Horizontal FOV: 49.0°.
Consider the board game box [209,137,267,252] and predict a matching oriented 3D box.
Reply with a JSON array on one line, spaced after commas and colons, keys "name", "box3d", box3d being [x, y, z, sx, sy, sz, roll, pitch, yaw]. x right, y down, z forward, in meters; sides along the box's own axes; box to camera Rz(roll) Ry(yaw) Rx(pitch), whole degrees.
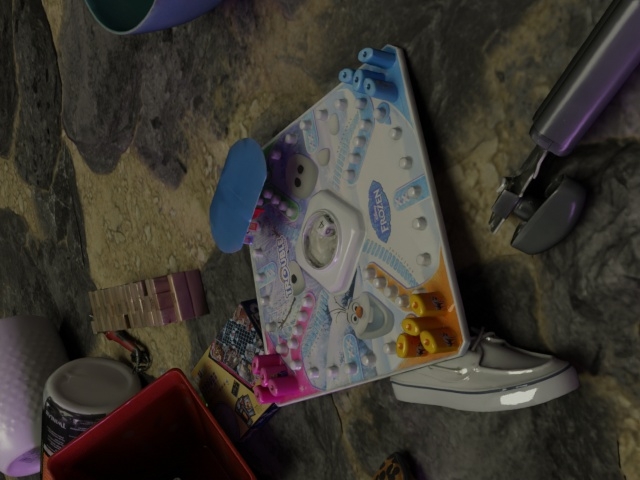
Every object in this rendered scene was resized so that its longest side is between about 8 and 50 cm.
[{"name": "board game box", "box3d": [-0.110, -0.064, 1.019, 0.133, 0.033, 0.168, 41, 115, 52]}]

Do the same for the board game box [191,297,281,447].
[{"name": "board game box", "box3d": [-0.131, 0.233, 1.206, 0.165, 0.042, 0.243, 58, 135, 21]}]

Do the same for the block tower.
[{"name": "block tower", "box3d": [-0.355, 0.124, 1.397, 0.335, 0.091, 0.097, -15, 87, 49]}]

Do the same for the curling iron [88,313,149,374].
[{"name": "curling iron", "box3d": [-0.465, 0.225, 1.585, 0.274, 0.035, 0.068, 25, 117, 42]}]

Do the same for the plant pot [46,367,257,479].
[{"name": "plant pot", "box3d": [-0.258, 0.435, 1.221, 0.267, 0.267, 0.235, 46, 165, 31]}]

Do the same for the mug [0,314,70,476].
[{"name": "mug", "box3d": [-0.738, 0.420, 1.786, 0.328, 0.276, 0.374, 57, 169, 27]}]

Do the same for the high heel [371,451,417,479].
[{"name": "high heel", "box3d": [0.064, 0.401, 1.023, 0.261, 0.093, 0.186, -26, 56, 61]}]

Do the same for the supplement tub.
[{"name": "supplement tub", "box3d": [-0.514, 0.449, 1.565, 0.207, 0.207, 0.338, 36, 124, 38]}]

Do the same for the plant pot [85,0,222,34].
[{"name": "plant pot", "box3d": [-0.207, -0.445, 1.013, 0.290, 0.195, 0.290, 15, 110, 46]}]

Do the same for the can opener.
[{"name": "can opener", "box3d": [0.256, -0.105, 0.685, 0.095, 0.076, 0.283, 30, 126, 2]}]

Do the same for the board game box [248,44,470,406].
[{"name": "board game box", "box3d": [0.000, 0.000, 0.937, 0.390, 0.050, 0.389, -29, 66, 48]}]

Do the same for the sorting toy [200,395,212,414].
[{"name": "sorting toy", "box3d": [-0.248, 0.328, 1.361, 0.102, 0.042, 0.061, 6, 103, 47]}]

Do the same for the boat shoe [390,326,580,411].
[{"name": "boat shoe", "box3d": [0.168, 0.141, 0.807, 0.258, 0.095, 0.084, -13, 93, 48]}]
